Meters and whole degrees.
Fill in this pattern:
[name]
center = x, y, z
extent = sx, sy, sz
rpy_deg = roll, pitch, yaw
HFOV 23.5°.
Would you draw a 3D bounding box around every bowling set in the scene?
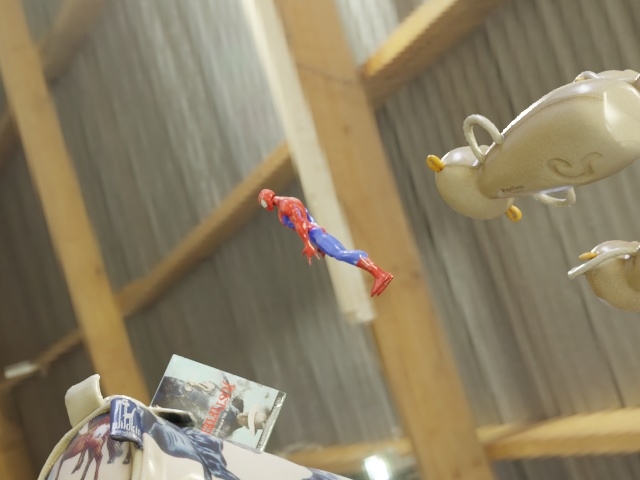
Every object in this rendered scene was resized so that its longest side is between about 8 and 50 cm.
[bowling set]
center = 0.229, -0.046, 0.890
extent = 0.287, 0.200, 0.154
rpy_deg = 36, -28, -16

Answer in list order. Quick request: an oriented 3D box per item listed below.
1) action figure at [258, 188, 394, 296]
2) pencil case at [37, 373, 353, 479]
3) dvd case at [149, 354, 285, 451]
[action figure]
center = 0.000, 0.000, 1.125
extent = 0.115, 0.030, 0.038
rpy_deg = 41, 13, 11
[pencil case]
center = -0.023, 0.242, 1.201
extent = 0.160, 0.410, 0.184
rpy_deg = -28, -132, 50
[dvd case]
center = -0.104, 0.166, 1.492
extent = 0.013, 0.119, 0.087
rpy_deg = 101, 11, -58
